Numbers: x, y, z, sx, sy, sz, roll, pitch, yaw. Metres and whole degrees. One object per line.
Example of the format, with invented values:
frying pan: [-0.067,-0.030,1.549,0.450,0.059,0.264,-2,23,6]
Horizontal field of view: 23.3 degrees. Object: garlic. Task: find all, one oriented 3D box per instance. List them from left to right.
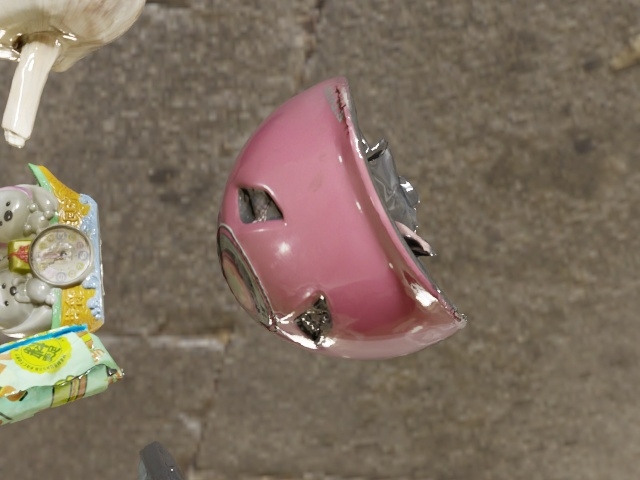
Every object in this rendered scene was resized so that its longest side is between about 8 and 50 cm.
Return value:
garlic: [-0.253,-0.190,1.383,0.199,0.226,0.199,0,156,0]

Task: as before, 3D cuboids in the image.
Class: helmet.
helmet: [0.000,0.000,1.071,0.154,0.198,0.253,-25,179,11]

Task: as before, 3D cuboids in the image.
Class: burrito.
burrito: [-0.319,0.124,1.379,0.288,0.104,0.054,-16,149,-27]

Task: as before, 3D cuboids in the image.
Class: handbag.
handbag: [-0.148,0.341,1.704,0.075,0.332,0.191,-19,101,-6]

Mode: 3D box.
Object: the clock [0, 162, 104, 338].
clock: [-0.319,0.022,1.754,0.144,0.231,0.103,-3,162,-7]
